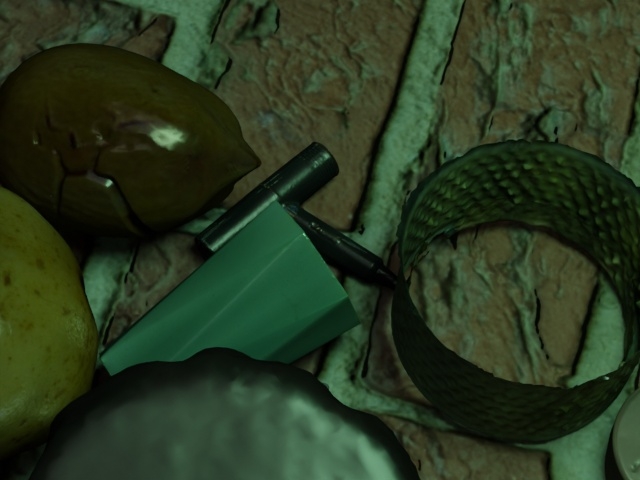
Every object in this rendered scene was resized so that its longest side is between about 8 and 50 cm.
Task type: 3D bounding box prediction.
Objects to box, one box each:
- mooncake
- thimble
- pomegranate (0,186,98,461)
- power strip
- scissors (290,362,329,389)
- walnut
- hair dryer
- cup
[{"bbox_3d":[-0.096,0.275,1.549,0.381,0.212,0.351,-9,78,-8],"label":"mooncake"},{"bbox_3d":[0.198,0.048,1.711,0.271,0.150,0.271,2,61,-3],"label":"thimble"},{"bbox_3d":[-0.352,0.084,1.657,0.307,0.307,0.307,-1,60,1],"label":"pomegranate"},{"bbox_3d":[0.347,0.210,1.666,0.154,0.078,0.154,0,60,1],"label":"power strip"},{"bbox_3d":[-0.072,0.197,1.725,0.100,0.015,0.189,34,69,21],"label":"scissors"},{"bbox_3d":[-0.203,-0.097,1.787,0.298,0.203,0.203,8,60,20],"label":"walnut"},{"bbox_3d":[-0.007,0.012,1.815,0.173,0.050,0.195,-39,69,-16],"label":"hair dryer"},{"bbox_3d":[-0.098,0.083,1.717,0.235,0.134,0.148,-33,32,-4],"label":"cup"}]
